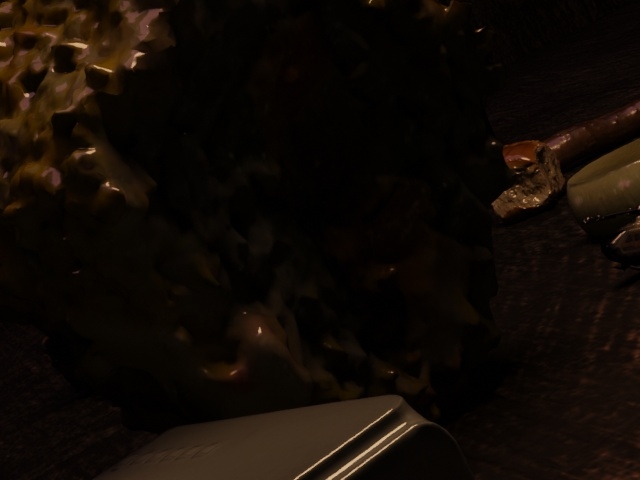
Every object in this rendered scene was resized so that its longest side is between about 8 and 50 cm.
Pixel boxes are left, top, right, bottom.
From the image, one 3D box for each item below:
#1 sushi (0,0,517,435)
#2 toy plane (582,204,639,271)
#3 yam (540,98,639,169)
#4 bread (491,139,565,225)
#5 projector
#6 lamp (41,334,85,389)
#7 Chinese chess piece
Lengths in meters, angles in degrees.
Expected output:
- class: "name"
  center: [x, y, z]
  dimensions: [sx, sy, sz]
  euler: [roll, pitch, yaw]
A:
- class: "sushi"
  center: [-0.054, -0.031, 1.110]
  dimensions: [0.240, 0.396, 0.351]
  euler: [-3, 58, 45]
- class: "toy plane"
  center: [0.254, -0.006, 1.265]
  dimensions: [0.121, 0.049, 0.031]
  euler: [-10, 2, -18]
- class: "yam"
  center: [0.333, -0.129, 1.906]
  dimensions: [0.327, 0.045, 0.045]
  euler: [-26, 29, -2]
- class: "bread"
  center: [0.208, -0.066, 1.749]
  dimensions: [0.070, 0.076, 0.083]
  euler: [-26, 5, 25]
- class: "projector"
  center: [-0.066, 0.175, 0.826]
  dimensions: [0.198, 0.108, 0.250]
  euler: [-31, 10, -38]
- class: "lamp"
  center: [-0.240, 0.076, 1.975]
  dimensions: [0.215, 0.151, 0.223]
  euler: [-25, 2, -22]
- class: "Chinese chess piece"
  center: [0.285, -0.053, 1.461]
  dimensions: [0.144, 0.058, 0.144]
  euler: [-25, 5, 2]
